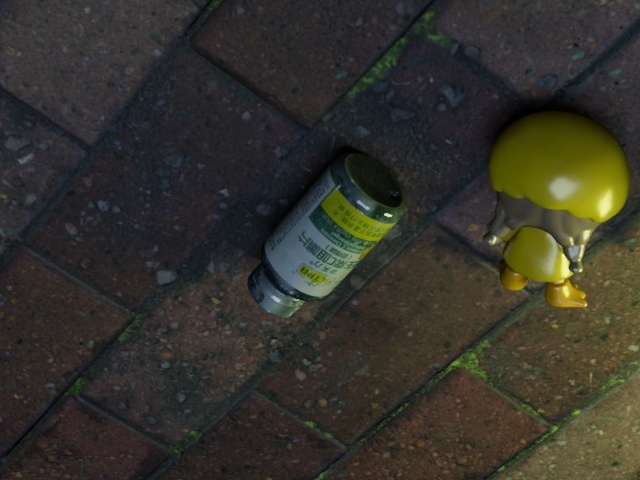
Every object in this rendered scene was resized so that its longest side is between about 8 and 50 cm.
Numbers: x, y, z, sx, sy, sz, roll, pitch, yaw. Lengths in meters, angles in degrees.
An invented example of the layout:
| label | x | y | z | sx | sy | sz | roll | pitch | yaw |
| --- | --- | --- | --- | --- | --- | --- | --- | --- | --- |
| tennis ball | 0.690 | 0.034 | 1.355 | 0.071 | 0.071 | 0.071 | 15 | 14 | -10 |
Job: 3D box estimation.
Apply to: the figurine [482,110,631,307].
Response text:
| label | x | y | z | sx | sy | sz | roll | pitch | yaw |
| --- | --- | --- | --- | --- | --- | --- | --- | --- | --- |
| figurine | 0.364 | -0.044 | 1.798 | 0.215 | 0.187 | 0.343 | 9 | 133 | 13 |

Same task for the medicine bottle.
| label | x | y | z | sx | sy | sz | roll | pitch | yaw |
| --- | --- | --- | --- | --- | --- | --- | --- | --- | --- |
| medicine bottle | 0.000 | 0.000 | 1.868 | 0.141 | 0.141 | 0.293 | 32 | 122 | -17 |
